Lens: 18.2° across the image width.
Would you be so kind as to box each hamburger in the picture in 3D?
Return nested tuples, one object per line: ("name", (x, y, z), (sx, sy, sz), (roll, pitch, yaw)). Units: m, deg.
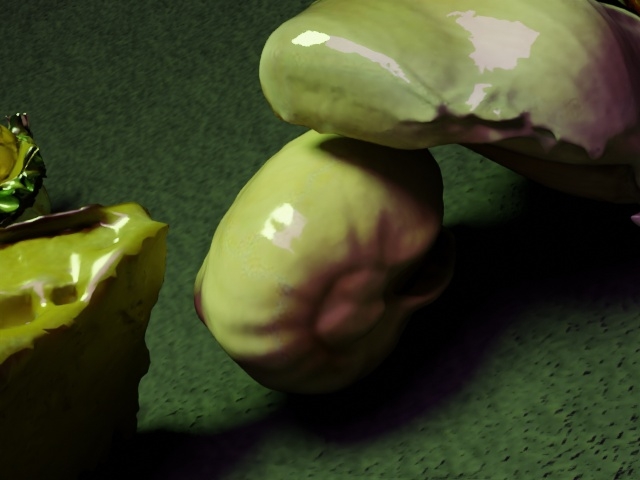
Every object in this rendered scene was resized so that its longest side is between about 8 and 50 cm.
("hamburger", (-0.263, -0.016, 1.426), (0.164, 0.093, 0.189), (-29, 27, -4))

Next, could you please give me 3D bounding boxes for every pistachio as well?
("pistachio", (0.000, 0.000, 1.095), (0.145, 0.117, 0.200), (-6, 31, 16))

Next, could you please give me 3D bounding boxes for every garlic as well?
("garlic", (0.109, -0.093, 1.081), (0.228, 0.110, 0.217), (24, 19, 23))

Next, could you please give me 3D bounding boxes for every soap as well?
("soap", (-0.204, 0.147, 0.991), (0.338, 0.169, 0.304), (-14, 46, -11))

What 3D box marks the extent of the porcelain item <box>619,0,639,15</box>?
("porcelain item", (0.255, -0.227, 1.110), (0.253, 0.253, 0.253), (-23, 26, 12))
